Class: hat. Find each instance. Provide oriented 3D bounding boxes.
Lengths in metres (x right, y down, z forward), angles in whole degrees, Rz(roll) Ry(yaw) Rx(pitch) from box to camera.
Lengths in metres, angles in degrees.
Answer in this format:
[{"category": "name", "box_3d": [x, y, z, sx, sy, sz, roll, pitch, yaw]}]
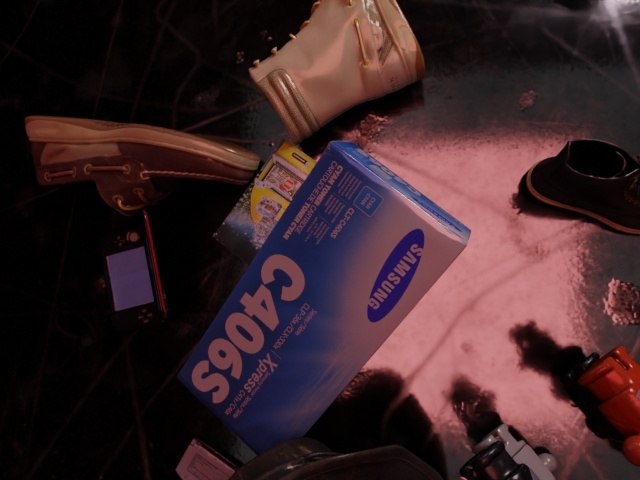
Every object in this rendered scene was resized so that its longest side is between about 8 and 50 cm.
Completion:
[{"category": "hat", "box_3d": [-0.024, 0.307, 0.487, 0.331, 0.331, 0.134, -56, 38, 2]}]

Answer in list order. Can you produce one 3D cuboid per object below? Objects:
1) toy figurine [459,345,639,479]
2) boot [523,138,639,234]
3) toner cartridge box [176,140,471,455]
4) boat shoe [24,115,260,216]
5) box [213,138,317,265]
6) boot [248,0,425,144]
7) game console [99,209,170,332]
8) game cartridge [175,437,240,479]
[{"category": "toy figurine", "box_3d": [0.255, 0.216, 0.430, 0.210, 0.213, 0.148, -41, 64, 5]}, {"category": "boot", "box_3d": [0.330, -0.054, 0.479, 0.198, 0.137, 0.076, 8, 86, 11]}, {"category": "toner cartridge box", "box_3d": [-0.010, 0.079, 0.517, 0.165, 0.075, 0.347, 38, 111, 10]}, {"category": "boat shoe", "box_3d": [-0.245, -0.093, 0.621, 0.343, 0.123, 0.123, 9, 100, 13]}, {"category": "box", "box_3d": [0.000, 0.000, 0.589, 0.233, 0.044, 0.159, 37, 94, 12]}, {"category": "boot", "box_3d": [-0.011, -0.274, 0.597, 0.204, 0.095, 0.261, -28, 82, 9]}, {"category": "game console", "box_3d": [-0.255, 0.046, 0.617, 0.124, 0.085, 0.143, -15, 81, 10]}, {"category": "game cartridge", "box_3d": [-0.147, 0.307, 0.605, 0.083, 0.017, 0.055, 30, 88, 13]}]
